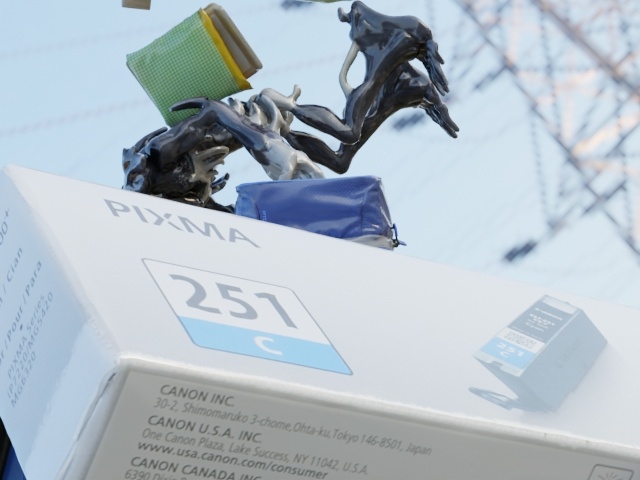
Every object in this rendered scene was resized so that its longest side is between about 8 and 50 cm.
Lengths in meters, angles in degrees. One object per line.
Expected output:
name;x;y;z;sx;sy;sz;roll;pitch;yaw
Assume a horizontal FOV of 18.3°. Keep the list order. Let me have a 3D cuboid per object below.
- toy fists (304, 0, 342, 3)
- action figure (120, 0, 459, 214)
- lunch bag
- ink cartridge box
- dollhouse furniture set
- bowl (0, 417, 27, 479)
toy fists;-0.051;-0.224;1.439;0.142;0.279;0.096;5;-86;-38
action figure;-0.035;-0.042;1.311;0.276;0.141;0.164;-33;-18;-10
lunch bag;0.000;0.000;1.134;0.098;0.065;0.067;-3;-6;5
ink cartridge box;0.005;0.031;0.758;0.296;0.261;0.066;13;-70;-30
dollhouse furniture set;-0.101;-0.139;1.265;0.076;0.151;0.058;-32;21;5
bowl;-0.281;0.196;1.576;0.391;0.077;0.391;16;-90;-80
